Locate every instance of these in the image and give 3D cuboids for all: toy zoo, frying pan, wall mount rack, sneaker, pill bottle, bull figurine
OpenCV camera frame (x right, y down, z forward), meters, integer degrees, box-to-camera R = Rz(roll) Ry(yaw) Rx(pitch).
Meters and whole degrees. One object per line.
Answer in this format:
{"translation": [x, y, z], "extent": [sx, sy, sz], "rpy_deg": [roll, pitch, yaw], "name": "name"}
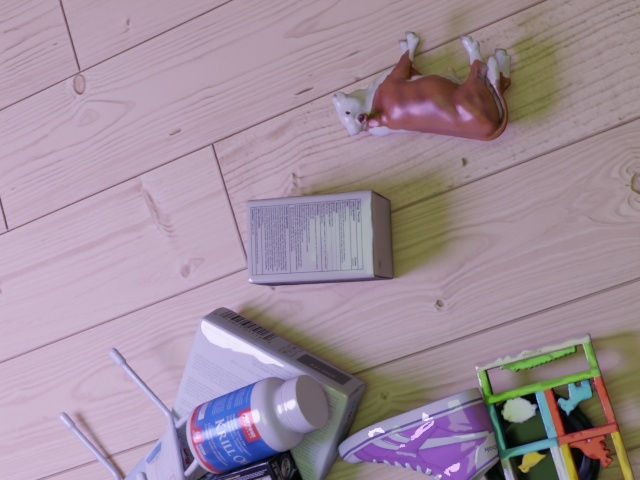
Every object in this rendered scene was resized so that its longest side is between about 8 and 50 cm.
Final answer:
{"translation": [0.374, 0.312, 1.543], "extent": [0.192, 0.030, 0.293], "rpy_deg": [-18, 76, 15], "name": "toy zoo"}
{"translation": [0.338, 0.403, 1.580], "extent": [0.197, 0.053, 0.326], "rpy_deg": [16, 90, 21], "name": "frying pan"}
{"translation": [-0.354, 0.385, 1.761], "extent": [0.350, 0.130, 0.304], "rpy_deg": [-48, 42, 27], "name": "wall mount rack"}
{"translation": [0.159, 0.359, 1.601], "extent": [0.282, 0.102, 0.161], "rpy_deg": [-26, 77, 33], "name": "sneaker"}
{"translation": [-0.102, 0.297, 1.614], "extent": [0.221, 0.124, 0.124], "rpy_deg": [-26, 77, 27], "name": "pill bottle"}
{"translation": [0.177, -0.255, 1.674], "extent": [0.310, 0.101, 0.188], "rpy_deg": [11, 87, 20], "name": "bull figurine"}

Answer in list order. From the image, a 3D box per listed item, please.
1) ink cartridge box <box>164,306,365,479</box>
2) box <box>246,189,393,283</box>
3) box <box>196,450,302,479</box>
{"translation": [-0.122, 0.356, 1.754], "extent": [0.308, 0.091, 0.385], "rpy_deg": [26, 111, 19], "name": "ink cartridge box"}
{"translation": [0.000, 0.000, 1.700], "extent": [0.232, 0.127, 0.148], "rpy_deg": [-3, 84, 19], "name": "box"}
{"translation": [-0.115, 0.454, 1.674], "extent": [0.180, 0.077, 0.147], "rpy_deg": [-24, 89, 27], "name": "box"}
